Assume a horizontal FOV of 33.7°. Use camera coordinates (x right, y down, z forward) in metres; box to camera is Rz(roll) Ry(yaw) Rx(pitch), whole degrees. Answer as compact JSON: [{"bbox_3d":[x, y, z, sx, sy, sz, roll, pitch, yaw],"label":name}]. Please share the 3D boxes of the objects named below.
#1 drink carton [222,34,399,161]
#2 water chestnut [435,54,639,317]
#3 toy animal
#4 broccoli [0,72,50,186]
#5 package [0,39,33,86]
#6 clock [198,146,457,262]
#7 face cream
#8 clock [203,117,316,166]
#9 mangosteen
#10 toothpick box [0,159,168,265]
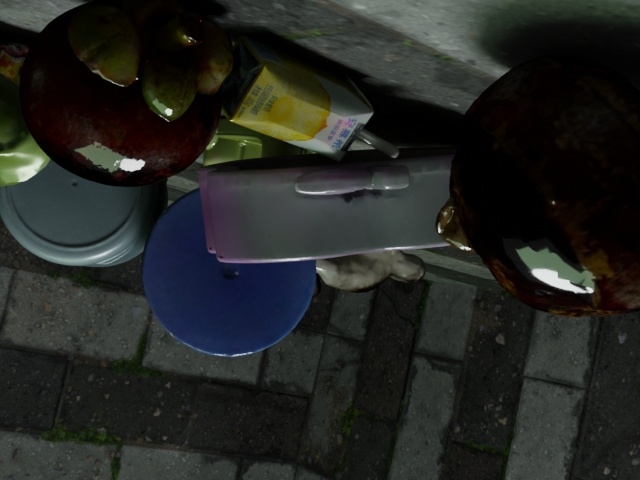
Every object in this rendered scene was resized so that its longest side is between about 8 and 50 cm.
[{"bbox_3d":[-0.007,-0.129,1.031,0.200,0.084,0.074,17,-156,-42],"label":"drink carton"},{"bbox_3d":[0.213,-0.048,0.824,0.224,0.238,0.223,48,179,1],"label":"water chestnut"},{"bbox_3d":[0.000,0.000,1.872,0.344,0.194,0.302,15,173,45],"label":"toy animal"},{"bbox_3d":[-0.450,-0.166,0.895,0.353,0.275,0.397,40,-167,18],"label":"broccoli"},{"bbox_3d":[-0.300,-0.164,1.240,0.288,0.109,0.223,11,177,-18],"label":"package"},{"bbox_3d":[0.027,-0.045,1.200,0.338,0.102,0.338,-4,-173,0],"label":"clock"},{"bbox_3d":[-0.140,0.041,1.573,0.248,0.249,0.225,13,178,-7],"label":"face cream"},{"bbox_3d":[-0.093,-0.116,1.464,0.232,0.069,0.170,9,174,35],"label":"clock"},{"bbox_3d":[-0.162,-0.139,0.913,0.199,0.200,0.200,12,175,1],"label":"mangosteen"},{"bbox_3d":[-0.351,-0.079,1.683,0.262,0.263,0.354,12,176,-3],"label":"toothpick box"}]
